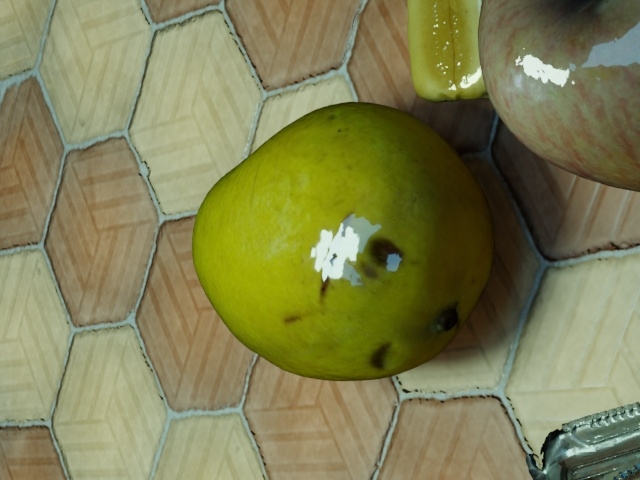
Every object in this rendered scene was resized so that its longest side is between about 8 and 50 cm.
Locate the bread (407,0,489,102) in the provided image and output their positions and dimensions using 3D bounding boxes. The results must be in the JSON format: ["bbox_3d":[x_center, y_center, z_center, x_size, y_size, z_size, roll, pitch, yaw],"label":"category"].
[{"bbox_3d":[0.156,-0.226,1.793,0.134,0.085,0.173,-11,79,44],"label":"bread"}]

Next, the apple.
[{"bbox_3d":[0.294,-0.192,1.480,0.345,0.269,0.344,5,98,41],"label":"apple"}]

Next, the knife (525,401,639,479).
[{"bbox_3d":[0.342,0.176,1.609,0.365,0.043,0.089,-27,102,42],"label":"knife"}]

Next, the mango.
[{"bbox_3d":[0.000,0.000,1.866,0.445,0.221,0.301,7,96,52],"label":"mango"}]
